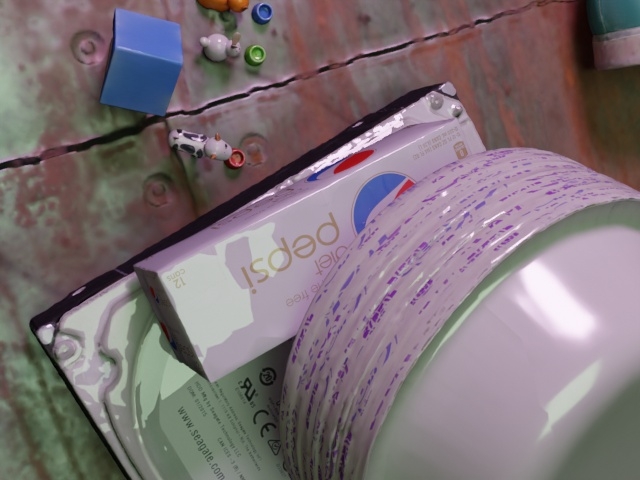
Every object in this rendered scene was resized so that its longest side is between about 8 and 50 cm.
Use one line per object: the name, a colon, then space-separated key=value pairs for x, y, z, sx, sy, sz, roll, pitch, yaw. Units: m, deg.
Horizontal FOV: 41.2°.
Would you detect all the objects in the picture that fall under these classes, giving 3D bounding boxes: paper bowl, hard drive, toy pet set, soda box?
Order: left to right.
toy pet set: x=-0.083 y=-0.117 z=0.560 sx=0.114 sy=0.065 sz=0.122 roll=10 pitch=88 yaw=-24
soda box: x=0.000 y=0.000 z=0.531 sx=0.216 sy=0.069 sz=0.074 roll=-29 pitch=103 yaw=-21
hard drive: x=0.005 y=0.067 z=0.608 sx=0.339 sy=0.064 sz=0.237 roll=-32 pitch=104 yaw=-20
paper bowl: x=0.128 y=0.098 z=0.519 sx=0.284 sy=0.148 sz=0.284 roll=-19 pitch=126 yaw=-28

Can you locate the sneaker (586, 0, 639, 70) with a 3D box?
sneaker: x=0.358 y=-0.231 z=0.725 sx=0.302 sy=0.108 sz=0.121 roll=-16 pitch=103 yaw=-21
